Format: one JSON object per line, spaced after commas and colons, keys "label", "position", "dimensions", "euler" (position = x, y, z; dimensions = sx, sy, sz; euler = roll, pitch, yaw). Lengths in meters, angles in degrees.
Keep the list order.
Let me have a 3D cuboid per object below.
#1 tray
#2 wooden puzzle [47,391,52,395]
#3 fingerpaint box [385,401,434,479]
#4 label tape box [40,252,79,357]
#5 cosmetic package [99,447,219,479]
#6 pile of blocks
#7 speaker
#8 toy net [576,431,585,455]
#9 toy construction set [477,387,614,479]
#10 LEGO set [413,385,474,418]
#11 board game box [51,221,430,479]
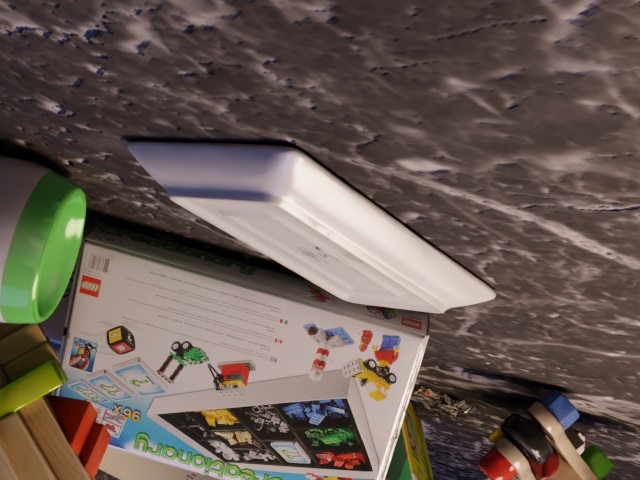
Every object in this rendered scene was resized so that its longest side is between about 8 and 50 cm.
{"label": "tray", "position": [0.000, 0.000, 0.801], "dimensions": [0.145, 0.030, 0.270], "euler": [4, 162, 38]}
{"label": "wooden puzzle", "position": [-0.431, 0.129, 1.347], "dimensions": [0.322, 0.080, 0.348], "euler": [36, -178, -26]}
{"label": "fingerpaint box", "position": [0.068, 0.382, 1.434], "dimensions": [0.163, 0.371, 0.445], "euler": [-13, 162, 5]}
{"label": "label tape box", "position": [-0.211, 0.080, 1.191], "dimensions": [0.348, 0.115, 0.249], "euler": [14, 167, -2]}
{"label": "cosmetic package", "position": [-0.183, 0.254, 1.535], "dimensions": [0.309, 0.160, 0.113], "euler": [41, -169, -43]}
{"label": "pile of blocks", "position": [-0.270, 0.063, 0.958], "dimensions": [0.362, 0.113, 0.149], "euler": [56, 169, 23]}
{"label": "speaker", "position": [-0.335, -0.030, 0.867], "dimensions": [0.297, 0.131, 0.131], "euler": [16, 166, 1]}
{"label": "toy net", "position": [0.232, 0.314, 1.411], "dimensions": [0.045, 0.232, 0.122], "euler": [31, 169, 45]}
{"label": "toy construction set", "position": [0.260, 0.319, 1.248], "dimensions": [0.257, 0.308, 0.237], "euler": [24, 171, 1]}
{"label": "LEGO set", "position": [0.153, 0.203, 1.436], "dimensions": [0.083, 0.023, 0.054], "euler": [17, 166, -5]}
{"label": "board game box", "position": [-0.076, 0.117, 1.020], "dimensions": [0.305, 0.193, 0.053], "euler": [16, -160, 2]}
